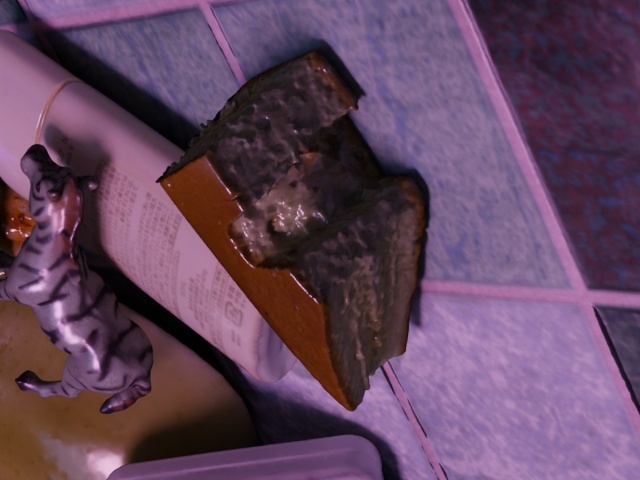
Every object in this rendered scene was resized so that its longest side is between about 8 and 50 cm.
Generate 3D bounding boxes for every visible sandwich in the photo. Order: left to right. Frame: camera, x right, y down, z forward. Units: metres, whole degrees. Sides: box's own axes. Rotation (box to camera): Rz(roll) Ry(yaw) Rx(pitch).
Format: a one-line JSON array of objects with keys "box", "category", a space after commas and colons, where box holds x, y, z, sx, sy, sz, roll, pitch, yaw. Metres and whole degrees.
[{"box": [0.000, 0.000, 1.072, 0.236, 0.122, 0.128, 53, 153, -10], "category": "sandwich"}]

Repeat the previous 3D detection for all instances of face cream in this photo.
[{"box": [-0.153, -0.029, 1.267, 0.348, 0.081, 0.173, 35, 145, 23], "category": "face cream"}]

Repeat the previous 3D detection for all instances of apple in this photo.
[{"box": [-0.222, 0.190, 1.553, 0.360, 0.311, 0.320, 25, 101, 23], "category": "apple"}]

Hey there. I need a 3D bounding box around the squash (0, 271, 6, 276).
[{"box": [-0.426, -0.038, 1.370, 0.204, 0.155, 0.237, 31, 147, 26], "category": "squash"}]

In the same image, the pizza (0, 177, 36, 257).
[{"box": [-0.368, -0.101, 1.466, 0.335, 0.086, 0.226, 39, 150, 19], "category": "pizza"}]

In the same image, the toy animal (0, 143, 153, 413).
[{"box": [-0.232, 0.039, 1.281, 0.170, 0.090, 0.255, 14, 138, 37], "category": "toy animal"}]

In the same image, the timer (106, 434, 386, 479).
[{"box": [-0.058, 0.268, 1.348, 0.253, 0.078, 0.178, -10, 125, 8], "category": "timer"}]
